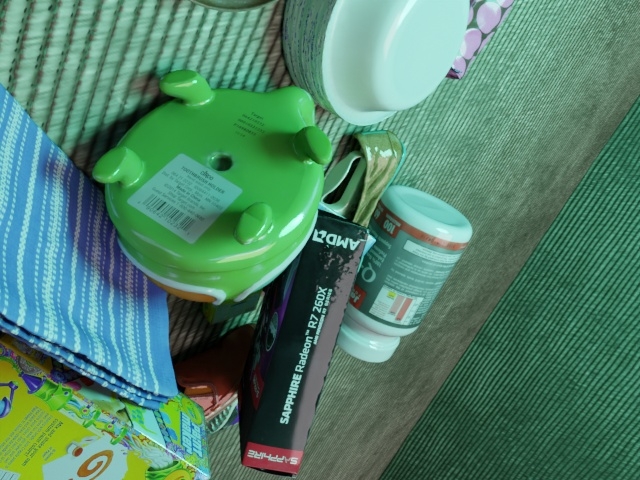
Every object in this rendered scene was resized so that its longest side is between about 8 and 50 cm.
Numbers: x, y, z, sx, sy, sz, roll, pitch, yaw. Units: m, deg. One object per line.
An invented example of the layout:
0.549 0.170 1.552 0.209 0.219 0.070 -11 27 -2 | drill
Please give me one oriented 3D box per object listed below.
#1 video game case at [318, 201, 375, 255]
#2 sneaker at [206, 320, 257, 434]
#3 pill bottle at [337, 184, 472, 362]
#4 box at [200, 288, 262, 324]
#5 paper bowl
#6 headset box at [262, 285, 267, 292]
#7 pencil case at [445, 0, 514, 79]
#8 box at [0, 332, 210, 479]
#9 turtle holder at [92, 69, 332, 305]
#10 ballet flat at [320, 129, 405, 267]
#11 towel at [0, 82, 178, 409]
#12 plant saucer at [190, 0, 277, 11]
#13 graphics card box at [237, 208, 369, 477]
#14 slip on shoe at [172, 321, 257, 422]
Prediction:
0.000 0.000 0.944 0.166 0.015 0.119 33 105 -19 | video game case
-0.137 0.278 1.101 0.293 0.102 0.146 -47 153 4 | sneaker
0.160 0.079 1.156 0.210 0.210 0.363 -6 127 -50 | pill bottle
-0.141 0.056 0.906 0.105 0.043 0.179 -13 135 -45 | box
0.097 -0.300 0.740 0.284 0.148 0.284 -34 145 -28 | paper bowl
-0.079 0.078 1.017 0.062 0.032 0.083 -53 150 4 | headset box
0.270 -0.392 0.924 0.098 0.095 0.209 27 98 -43 | pencil case
-0.337 0.279 0.629 0.279 0.177 0.290 43 87 -17 | box
-0.121 -0.070 0.658 0.243 0.320 0.227 6 147 -6 | turtle holder
0.042 -0.052 0.981 0.124 0.116 0.342 7 119 -32 | ballet flat
-0.247 0.025 0.564 0.040 0.243 0.336 -17 146 4 | towel
-0.089 -0.329 0.511 0.198 0.036 0.199 -9 140 -7 | plant saucer
-0.041 0.132 0.816 0.094 0.233 0.371 16 96 -12 | graphics card box
-0.228 0.259 0.945 0.331 0.123 0.101 -37 129 -23 | slip on shoe
